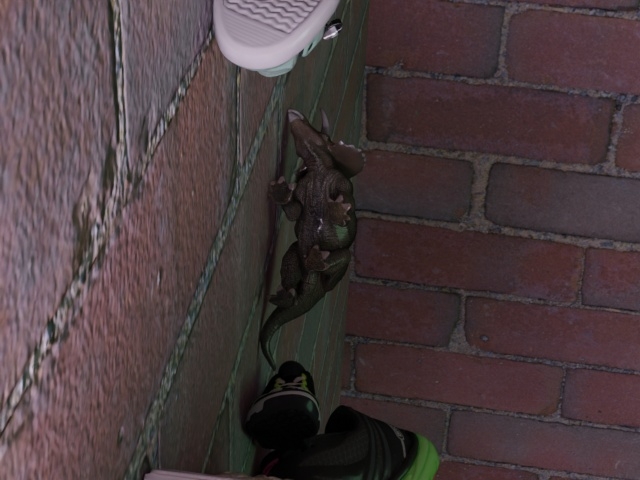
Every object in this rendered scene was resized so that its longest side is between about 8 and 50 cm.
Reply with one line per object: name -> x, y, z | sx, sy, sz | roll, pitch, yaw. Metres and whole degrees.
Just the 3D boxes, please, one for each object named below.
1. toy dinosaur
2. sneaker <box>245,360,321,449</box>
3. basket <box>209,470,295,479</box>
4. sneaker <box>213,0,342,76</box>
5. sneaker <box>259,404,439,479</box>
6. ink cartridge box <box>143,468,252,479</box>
toy dinosaur -> 0.000, 0.000, 1.351 | 0.160, 0.121, 0.313 | -15, 108, -70
sneaker -> -0.046, 0.186, 1.350 | 0.234, 0.084, 0.097 | 108, -15, -71
basket -> 0.004, 0.366, 1.004 | 0.328, 0.267, 0.331 | 72, 26, -79
sneaker -> -0.028, -0.175, 0.935 | 0.255, 0.094, 0.151 | -76, 174, -48
sneaker -> -0.016, 0.369, 1.443 | 0.185, 0.202, 0.483 | -62, 169, 28
ink cartridge box -> -0.060, 0.272, 0.816 | 0.086, 0.148, 0.203 | 66, 31, -79
